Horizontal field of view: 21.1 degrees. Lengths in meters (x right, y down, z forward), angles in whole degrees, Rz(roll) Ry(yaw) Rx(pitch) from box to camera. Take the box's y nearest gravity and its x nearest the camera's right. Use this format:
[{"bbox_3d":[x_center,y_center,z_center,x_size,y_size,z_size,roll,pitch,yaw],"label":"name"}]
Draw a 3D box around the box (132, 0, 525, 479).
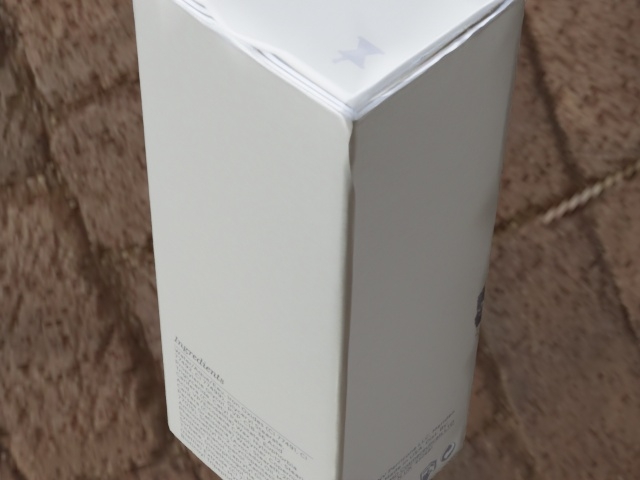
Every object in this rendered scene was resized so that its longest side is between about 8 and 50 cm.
[{"bbox_3d":[0.000,0.000,0.674,0.094,0.113,0.275,-37,150,-29],"label":"box"}]
